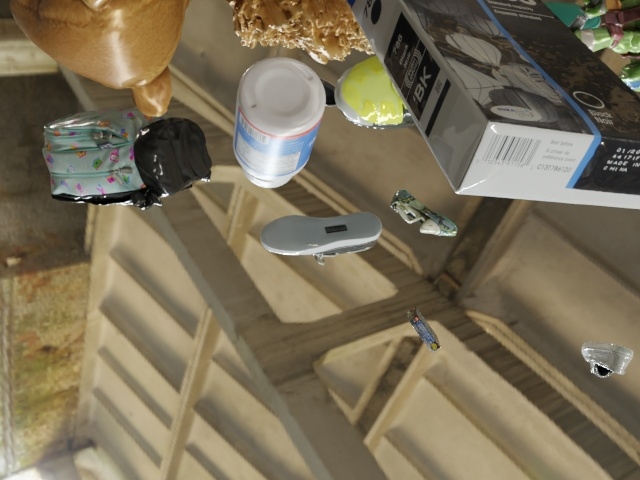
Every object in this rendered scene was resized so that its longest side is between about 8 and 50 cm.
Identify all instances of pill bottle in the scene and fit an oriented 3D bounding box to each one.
[{"bbox_3d":[-0.068,-0.165,1.070,0.221,0.124,0.124,117,-47,-69],"label":"pill bottle"}]

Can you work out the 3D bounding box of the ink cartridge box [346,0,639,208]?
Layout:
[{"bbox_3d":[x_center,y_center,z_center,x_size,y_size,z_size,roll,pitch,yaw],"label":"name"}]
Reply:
[{"bbox_3d":[0.135,-0.154,0.592,0.332,0.166,0.065,-110,-151,-47],"label":"ink cartridge box"}]

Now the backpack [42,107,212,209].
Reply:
[{"bbox_3d":[-0.242,-0.101,0.863,0.182,0.152,0.115,0,-78,18],"label":"backpack"}]

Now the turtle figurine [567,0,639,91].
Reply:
[{"bbox_3d":[0.364,-0.335,0.985,0.275,0.198,0.266,26,-49,57],"label":"turtle figurine"}]

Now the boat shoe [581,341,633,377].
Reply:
[{"bbox_3d":[0.572,0.245,1.438,0.184,0.066,0.063,127,-14,-81],"label":"boat shoe"}]

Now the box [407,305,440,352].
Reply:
[{"bbox_3d":[0.247,0.212,1.711,0.094,0.027,0.137,54,7,-1],"label":"box"}]

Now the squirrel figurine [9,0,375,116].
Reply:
[{"bbox_3d":[-0.120,-0.317,0.732,0.281,0.397,0.370,92,11,-60],"label":"squirrel figurine"}]

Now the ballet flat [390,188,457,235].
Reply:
[{"bbox_3d":[0.257,-0.055,1.818,0.188,0.070,0.070,36,-49,19],"label":"ballet flat"}]

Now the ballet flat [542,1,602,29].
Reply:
[{"bbox_3d":[0.384,-0.415,1.447,0.123,0.349,0.123,178,-90,-86],"label":"ballet flat"}]

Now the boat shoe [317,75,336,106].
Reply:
[{"bbox_3d":[-0.048,-0.403,1.846,0.080,0.229,0.076,-61,-160,16],"label":"boat shoe"}]

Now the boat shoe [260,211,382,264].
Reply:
[{"bbox_3d":[-0.001,-0.004,1.793,0.105,0.306,0.113,103,-28,-55],"label":"boat shoe"}]

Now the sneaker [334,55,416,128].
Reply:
[{"bbox_3d":[0.214,-0.284,1.234,0.147,0.385,0.145,146,-65,-80],"label":"sneaker"}]
